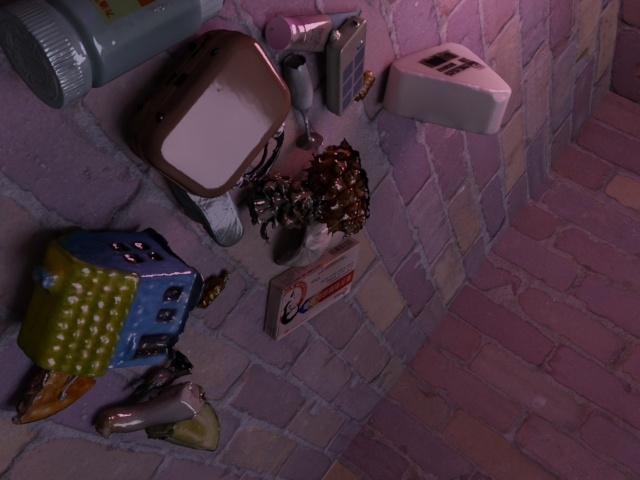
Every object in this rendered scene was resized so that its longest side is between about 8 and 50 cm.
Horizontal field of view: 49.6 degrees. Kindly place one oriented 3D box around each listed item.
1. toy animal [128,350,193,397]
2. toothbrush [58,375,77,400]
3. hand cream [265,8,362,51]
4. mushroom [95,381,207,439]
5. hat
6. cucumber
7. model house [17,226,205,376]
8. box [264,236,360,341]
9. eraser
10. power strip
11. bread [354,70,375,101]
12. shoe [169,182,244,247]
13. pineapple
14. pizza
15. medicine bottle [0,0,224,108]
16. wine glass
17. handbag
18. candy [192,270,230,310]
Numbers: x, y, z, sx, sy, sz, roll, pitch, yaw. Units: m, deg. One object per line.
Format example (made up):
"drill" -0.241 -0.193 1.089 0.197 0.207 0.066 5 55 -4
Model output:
"toy animal" -0.399 0.349 1.752 0.202 0.070 0.105 -27 154 -46
"toothbrush" -0.509 0.276 1.439 0.013 0.011 0.131 25 96 -55
"hand cream" 0.000 -0.456 1.535 0.312 0.070 0.111 -24 141 -51
"mushroom" -0.417 0.424 1.721 0.278 0.099 0.096 -13 169 -22
"hat" 0.000 0.000 1.945 0.226 0.164 0.219 12 112 -38
"cucumber" -0.374 0.511 1.931 0.325 0.105 0.145 59 41 -60
"model house" -0.421 0.111 1.322 0.303 0.216 0.237 2 118 -53
"box" -0.023 0.143 2.137 0.353 0.069 0.214 -28 142 -39
"eraser" 0.358 -0.446 1.964 0.331 0.331 0.149 -28 140 -42
"power strip" 0.061 -0.411 1.643 0.118 0.046 0.270 -52 163 -22
"bread" 0.115 -0.402 1.808 0.088 0.034 0.049 -54 158 -5
"shoe" -0.253 -0.093 1.484 0.103 0.100 0.251 -43 126 -21
"pineapple" -0.052 -0.107 1.703 0.272 0.262 0.262 -13 134 -23
"pizza" -0.548 0.281 1.451 0.201 0.053 0.193 -14 131 -59
"medicine bottle" -0.309 -0.344 1.059 0.318 0.158 0.158 -39 148 -29
"wine glass" -0.042 -0.322 1.611 0.074 0.074 0.262 -44 149 -23
"handbag" -0.189 -0.218 1.330 0.301 0.149 0.283 -55 131 -10
"candy" -0.284 0.135 1.726 0.182 0.046 0.053 -39 150 -34
